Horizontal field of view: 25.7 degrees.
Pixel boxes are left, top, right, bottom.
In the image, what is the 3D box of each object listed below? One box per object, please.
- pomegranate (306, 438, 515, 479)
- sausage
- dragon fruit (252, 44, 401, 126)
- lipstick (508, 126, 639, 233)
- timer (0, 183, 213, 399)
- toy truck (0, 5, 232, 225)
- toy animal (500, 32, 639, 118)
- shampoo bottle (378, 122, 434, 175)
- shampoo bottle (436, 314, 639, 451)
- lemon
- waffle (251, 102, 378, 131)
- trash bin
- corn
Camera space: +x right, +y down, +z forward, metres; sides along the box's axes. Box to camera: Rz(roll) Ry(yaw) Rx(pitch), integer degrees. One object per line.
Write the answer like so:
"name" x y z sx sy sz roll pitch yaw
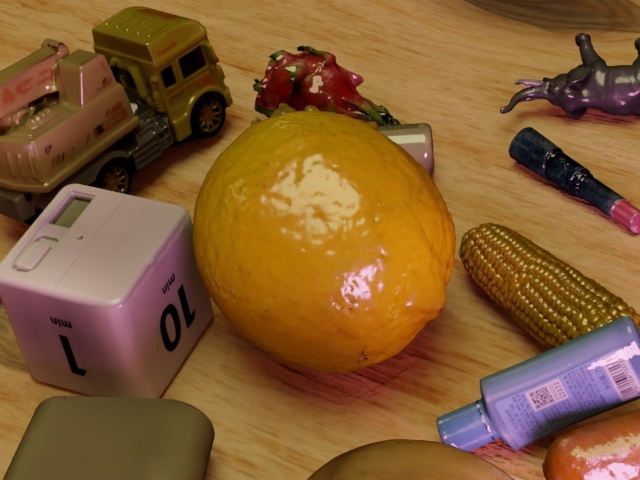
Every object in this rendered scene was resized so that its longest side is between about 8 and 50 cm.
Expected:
"pomegranate" 0.105 0.341 1.364 0.319 0.319 0.319 -5 42 4
"sausage" 0.380 0.228 1.578 0.271 0.109 0.109 -19 43 -12
"dragon fruit" 0.009 -0.204 2.100 0.236 0.135 0.137 31 47 14
"lipstick" 0.362 -0.078 1.960 0.053 0.053 0.234 -31 52 -23
"timer" -0.271 0.069 1.791 0.194 0.195 0.192 12 46 22
"toy truck" -0.327 -0.192 2.055 0.181 0.254 0.405 23 48 36
"toy animal" 0.400 -0.240 2.097 0.270 0.082 0.137 -3 41 6
"shampoo bottle" 0.082 -0.126 2.029 0.162 0.079 0.079 -4 42 5
"shampoo bottle" 0.257 0.179 1.622 0.258 0.104 0.061 -25 27 12
"lemon" 0.001 0.002 1.737 0.336 0.336 0.336 -5 42 4
"waffle" -0.011 -0.102 1.916 0.229 0.219 0.057 -13 44 -4
"trash bin" -0.253 0.298 1.597 0.243 0.121 0.247 1 41 12
"corn" 0.285 0.073 1.760 0.106 0.106 0.305 -30 45 -22
